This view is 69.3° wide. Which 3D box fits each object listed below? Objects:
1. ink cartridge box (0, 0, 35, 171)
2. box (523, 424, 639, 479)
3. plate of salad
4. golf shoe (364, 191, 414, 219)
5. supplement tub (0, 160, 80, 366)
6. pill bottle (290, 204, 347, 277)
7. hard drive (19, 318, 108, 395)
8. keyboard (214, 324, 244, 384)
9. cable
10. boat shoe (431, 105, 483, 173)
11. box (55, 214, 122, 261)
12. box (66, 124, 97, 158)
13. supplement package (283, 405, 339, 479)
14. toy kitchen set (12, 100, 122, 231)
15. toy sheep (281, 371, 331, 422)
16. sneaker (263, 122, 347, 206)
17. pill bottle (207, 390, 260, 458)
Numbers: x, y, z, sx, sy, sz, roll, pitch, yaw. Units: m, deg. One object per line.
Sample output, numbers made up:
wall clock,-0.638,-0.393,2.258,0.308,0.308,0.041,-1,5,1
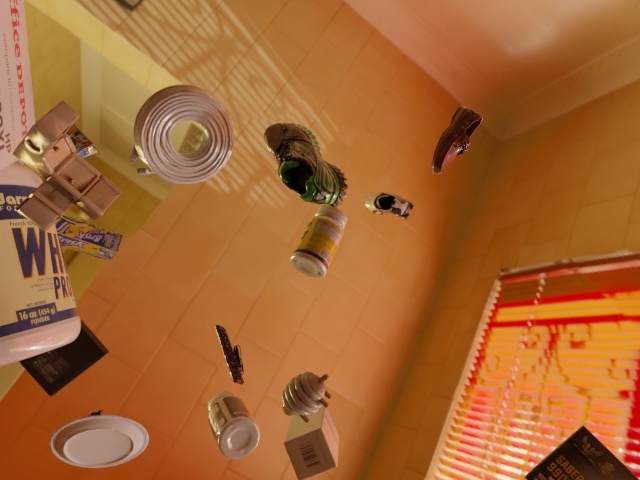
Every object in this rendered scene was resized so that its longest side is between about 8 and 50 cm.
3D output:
ink cartridge box,-0.363,-0.146,0.372,0.128,0.307,0.223,5,-64,-11
box,0.597,0.557,1.001,0.231,0.183,0.056,49,-5,34
plate of salad,-0.486,0.440,1.028,0.200,0.199,0.048,48,13,-36
golf shoe,0.197,-0.123,1.451,0.093,0.077,0.198,24,-5,-38
supplement tub,-0.505,0.021,0.663,0.235,0.235,0.325,-16,-91,58
pill bottle,0.000,0.000,1.424,0.119,0.209,0.119,20,-30,12
hard drive,-0.487,0.219,0.880,0.094,0.135,0.022,52,3,-6
keyboard,-0.270,0.351,1.443,0.100,0.038,0.192,65,0,-67
cable,-0.359,-0.278,1.230,0.257,0.257,0.089,0,24,-32
boat shoe,0.307,-0.224,1.044,0.060,0.178,0.064,26,-13,26
box,-0.581,-0.008,1.128,0.168,0.054,0.059,25,-42,-30
box,-0.633,-0.242,1.147,0.137,0.094,0.027,39,-33,24
supplement package,-0.019,0.516,1.201,0.179,0.105,0.105,9,58,-87
toy kitchen set,-0.211,-0.050,0.382,0.075,0.068,0.083,-13,-51,46
toy sheep,-0.029,0.317,0.956,0.091,0.132,0.091,43,14,-13
sneaker,-0.067,-0.231,1.313,0.146,0.134,0.343,0,39,-45
pill bottle,-0.171,0.347,0.886,0.078,0.078,0.137,40,-10,-23
